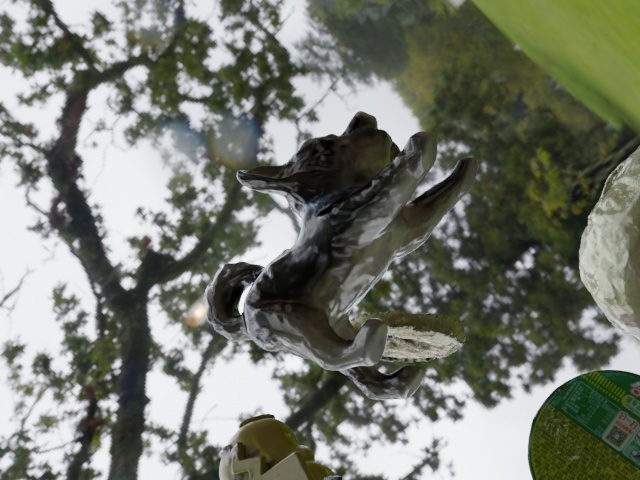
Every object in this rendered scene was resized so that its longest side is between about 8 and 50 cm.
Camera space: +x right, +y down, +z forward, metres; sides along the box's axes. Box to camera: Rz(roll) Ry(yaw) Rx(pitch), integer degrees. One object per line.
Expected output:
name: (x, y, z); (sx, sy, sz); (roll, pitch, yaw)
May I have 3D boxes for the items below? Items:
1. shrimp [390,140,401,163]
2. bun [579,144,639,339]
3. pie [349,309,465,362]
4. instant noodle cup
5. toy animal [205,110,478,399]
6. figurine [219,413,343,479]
shrimp: (0.115, -0.158, 1.450); (0.059, 0.023, 0.108); (-38, -75, -41)
bun: (0.506, 0.000, 1.241); (0.361, 0.213, 0.361); (-1, -89, -58)
pie: (0.152, 0.196, 1.663); (0.274, 0.274, 0.055); (27, -124, -49)
instant noodle cup: (0.390, 0.292, 1.098); (0.207, 0.207, 0.232); (56, -171, 29)
toy animal: (0.000, 0.000, 1.053); (0.302, 0.345, 0.194); (15, 176, 32)
figurine: (-0.055, 0.442, 1.498); (0.326, 0.218, 0.169); (29, -160, 38)
